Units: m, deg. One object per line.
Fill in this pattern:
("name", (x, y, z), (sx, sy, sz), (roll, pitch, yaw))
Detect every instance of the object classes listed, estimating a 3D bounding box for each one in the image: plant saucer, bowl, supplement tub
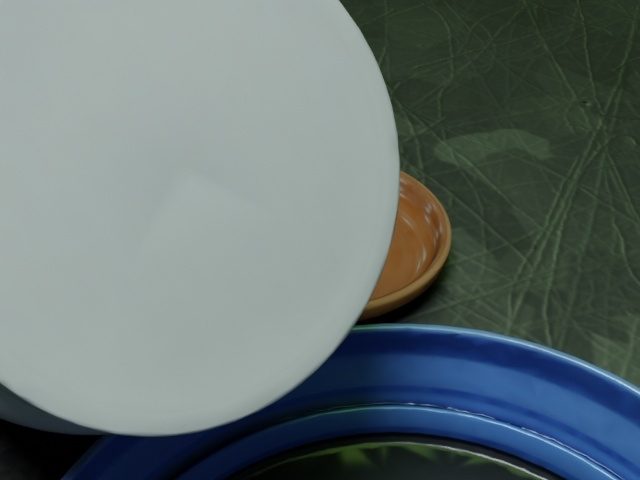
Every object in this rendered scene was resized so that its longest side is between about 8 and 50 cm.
("plant saucer", (0.000, 0.000, 0.788), (0.200, 0.037, 0.200), (1, 39, -1))
("bowl", (0.044, 0.209, 0.453), (0.391, 0.077, 0.391), (1, 46, -1))
("supplement tub", (-0.130, -0.036, 0.523), (0.235, 0.235, 0.325), (-20, 14, -26))

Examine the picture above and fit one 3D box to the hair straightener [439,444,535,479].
("hair straightener", (0.049, 0.132, 0.606), (0.230, 0.047, 0.089), (18, 41, 11))
